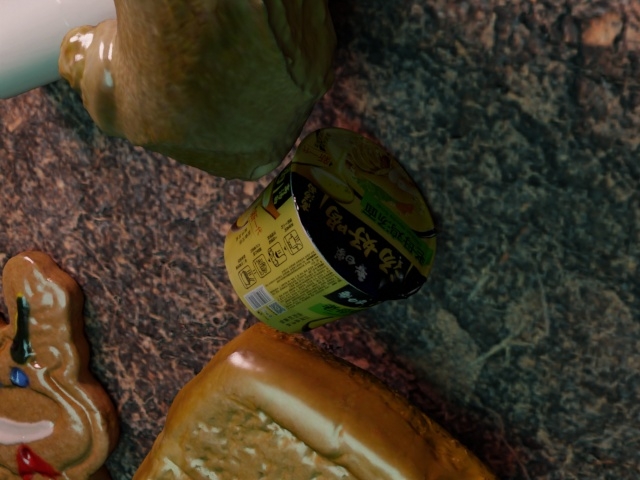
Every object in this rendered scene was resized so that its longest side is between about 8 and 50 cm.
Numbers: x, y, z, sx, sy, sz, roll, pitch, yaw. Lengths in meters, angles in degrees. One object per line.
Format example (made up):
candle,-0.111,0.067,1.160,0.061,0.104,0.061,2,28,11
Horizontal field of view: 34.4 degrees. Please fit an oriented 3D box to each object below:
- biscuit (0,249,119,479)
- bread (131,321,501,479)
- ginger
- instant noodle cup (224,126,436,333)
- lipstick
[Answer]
biscuit,-0.310,0.171,1.089,0.202,0.047,0.333,-2,110,24
bread,-0.001,0.253,0.936,0.337,0.148,0.328,32,115,11
ginger,-0.095,-0.157,0.723,0.221,0.130,0.275,-5,120,32
instant noodle cup,0.000,0.000,0.835,0.122,0.151,0.151,-32,96,38
lipstick,-0.153,-0.202,0.845,0.327,0.087,0.087,-15,104,27
